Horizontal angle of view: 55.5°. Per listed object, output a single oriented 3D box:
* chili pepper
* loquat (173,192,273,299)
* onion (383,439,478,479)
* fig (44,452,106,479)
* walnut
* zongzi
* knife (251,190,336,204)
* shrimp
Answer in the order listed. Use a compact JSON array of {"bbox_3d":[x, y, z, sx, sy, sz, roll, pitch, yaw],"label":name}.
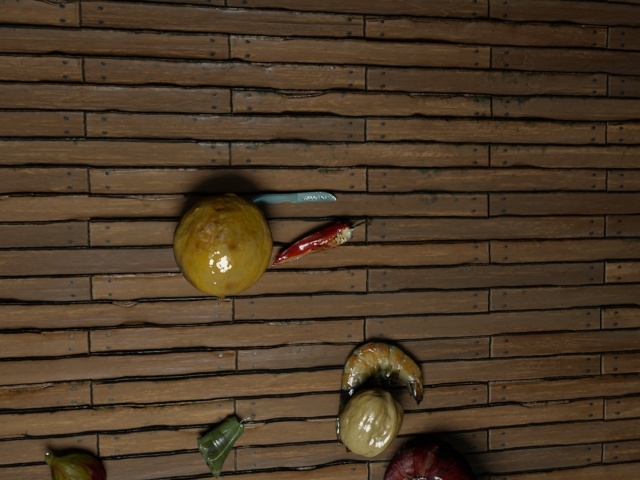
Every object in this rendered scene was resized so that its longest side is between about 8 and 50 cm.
[{"bbox_3d":[0.000,0.000,1.486,0.267,0.059,0.051,-23,59,-6],"label":"chili pepper"},{"bbox_3d":[-0.220,0.009,1.370,0.238,0.193,0.239,-2,96,-17],"label":"loquat"},{"bbox_3d":[0.287,0.613,1.458,0.280,0.281,0.221,32,91,-10],"label":"onion"},{"bbox_3d":[-0.565,0.535,1.383,0.154,0.103,0.109,36,64,-18],"label":"fig"},{"bbox_3d":[0.119,0.426,1.426,0.166,0.149,0.167,-13,121,-23],"label":"walnut"},{"bbox_3d":[-0.214,0.494,1.482,0.154,0.062,0.131,-31,120,-23],"label":"zongzi"},{"bbox_3d":[-0.064,-0.103,1.482,0.210,0.015,0.028,-4,87,-11],"label":"knife"},{"bbox_3d":[0.148,0.402,1.530,0.222,0.054,0.291,16,91,-12],"label":"shrimp"}]
